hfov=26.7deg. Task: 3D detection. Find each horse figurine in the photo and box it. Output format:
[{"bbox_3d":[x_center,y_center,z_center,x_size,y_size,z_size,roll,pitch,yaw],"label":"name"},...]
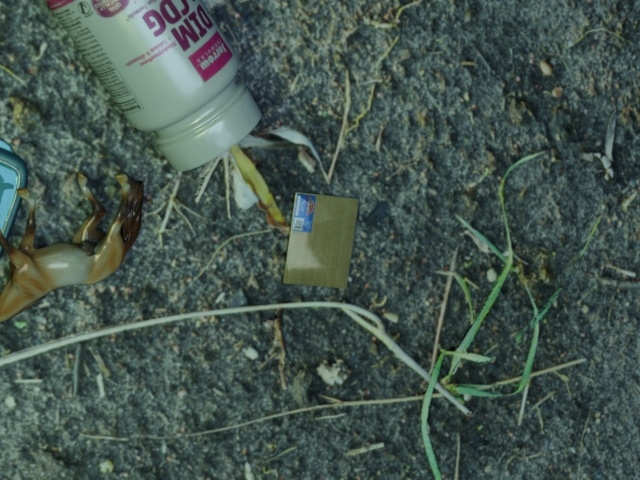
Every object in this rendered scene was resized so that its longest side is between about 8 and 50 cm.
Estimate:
[{"bbox_3d":[-0.320,0.006,1.686,0.263,0.066,0.174,-20,126,-33],"label":"horse figurine"}]

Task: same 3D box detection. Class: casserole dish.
[{"bbox_3d":[-0.430,-0.038,1.663,0.114,0.037,0.188,21,90,-24],"label":"casserole dish"}]

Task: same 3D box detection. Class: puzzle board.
[{"bbox_3d":[0.000,0.000,1.869,0.096,0.011,0.128,6,94,-23],"label":"puzzle board"}]

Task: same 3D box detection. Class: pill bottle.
[{"bbox_3d":[-0.202,-0.237,1.666,0.160,0.160,0.283,-39,111,-14],"label":"pill bottle"}]
